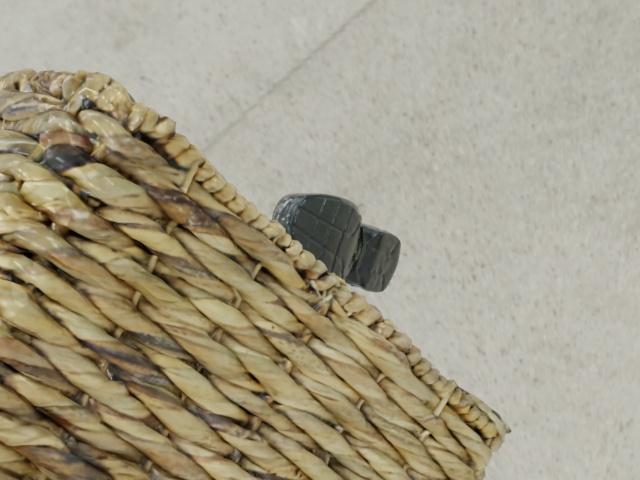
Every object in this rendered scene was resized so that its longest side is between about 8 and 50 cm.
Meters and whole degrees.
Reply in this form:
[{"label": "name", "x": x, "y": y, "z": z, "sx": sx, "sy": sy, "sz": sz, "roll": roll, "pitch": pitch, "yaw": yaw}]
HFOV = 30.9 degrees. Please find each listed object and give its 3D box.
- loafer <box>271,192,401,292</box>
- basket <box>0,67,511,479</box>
[{"label": "loafer", "x": 0.000, "y": 0.000, "z": 0.840, "sx": 0.061, "sy": 0.170, "sz": 0.062, "roll": 19, "pitch": 83, "yaw": 26}, {"label": "basket", "x": -0.102, "y": 0.096, "z": 0.529, "sx": 0.213, "sy": 0.299, "sz": 0.223, "roll": 8, "pitch": 63, "yaw": 50}]
